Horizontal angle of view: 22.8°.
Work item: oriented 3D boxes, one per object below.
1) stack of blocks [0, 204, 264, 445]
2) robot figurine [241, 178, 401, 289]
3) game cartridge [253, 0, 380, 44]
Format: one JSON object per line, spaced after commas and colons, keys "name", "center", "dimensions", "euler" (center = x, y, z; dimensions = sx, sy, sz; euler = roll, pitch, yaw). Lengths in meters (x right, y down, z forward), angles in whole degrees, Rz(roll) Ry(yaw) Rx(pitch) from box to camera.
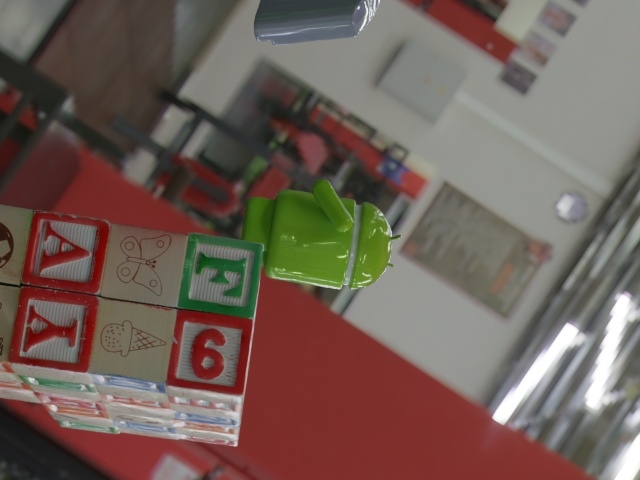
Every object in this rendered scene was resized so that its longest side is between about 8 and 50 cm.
{"name": "stack of blocks", "center": [-0.128, 0.063, 0.994], "dimensions": [0.297, 0.171, 0.087], "euler": [103, -6, -77]}
{"name": "robot figurine", "center": [0.000, 0.000, 1.161], "dimensions": [0.101, 0.115, 0.067], "euler": [101, -3, -61]}
{"name": "game cartridge", "center": [0.001, -0.119, 0.756], "dimensions": [0.083, 0.056, 0.017], "euler": [-79, 165, -56]}
